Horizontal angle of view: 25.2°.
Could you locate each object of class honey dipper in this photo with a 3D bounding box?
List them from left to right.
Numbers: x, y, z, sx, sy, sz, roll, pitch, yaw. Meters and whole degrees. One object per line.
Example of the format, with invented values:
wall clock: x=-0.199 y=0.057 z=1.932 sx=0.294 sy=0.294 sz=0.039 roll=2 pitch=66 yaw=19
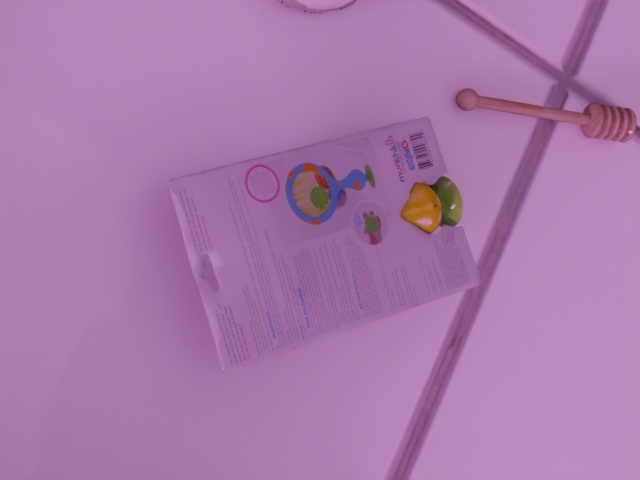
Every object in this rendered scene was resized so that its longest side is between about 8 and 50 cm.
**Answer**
honey dipper: x=0.182 y=-0.104 z=1.163 sx=0.161 sy=0.030 sz=0.030 roll=6 pitch=83 yaw=-21

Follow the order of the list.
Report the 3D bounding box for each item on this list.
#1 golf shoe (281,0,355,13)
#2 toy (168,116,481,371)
golf shoe: x=0.048 y=-0.218 z=1.073 sx=0.176 sy=0.086 sz=0.069 roll=-18 pitch=95 yaw=-25
toy: x=0.000 y=0.000 z=1.048 sx=0.237 sy=0.056 sz=0.136 roll=-17 pitch=89 yaw=-31
